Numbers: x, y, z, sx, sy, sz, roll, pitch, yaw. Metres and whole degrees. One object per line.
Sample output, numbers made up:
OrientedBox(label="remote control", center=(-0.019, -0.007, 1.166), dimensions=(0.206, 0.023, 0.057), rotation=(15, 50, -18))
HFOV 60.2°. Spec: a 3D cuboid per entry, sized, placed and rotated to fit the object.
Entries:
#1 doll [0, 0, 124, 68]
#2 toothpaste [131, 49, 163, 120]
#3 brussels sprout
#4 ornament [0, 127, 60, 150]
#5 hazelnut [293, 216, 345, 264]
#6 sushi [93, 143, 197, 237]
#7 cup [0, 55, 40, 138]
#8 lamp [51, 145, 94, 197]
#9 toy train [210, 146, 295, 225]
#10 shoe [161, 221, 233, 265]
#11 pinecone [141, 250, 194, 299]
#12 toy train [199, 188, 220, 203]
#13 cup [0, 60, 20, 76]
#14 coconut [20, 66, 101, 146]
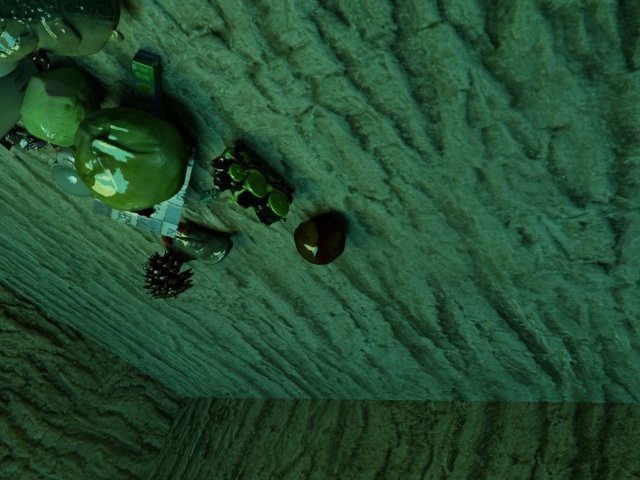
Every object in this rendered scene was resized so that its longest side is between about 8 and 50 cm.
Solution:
OrientedBox(label="doll", center=(-0.645, -0.523, 1.265), dimensions=(0.349, 0.248, 0.247), rotation=(-7, 171, -46))
OrientedBox(label="toothpaste", center=(-0.496, -0.420, 1.589), dimensions=(0.065, 0.050, 0.267), rotation=(20, 146, -2))
OrientedBox(label="brussels sprout", center=(-0.544, -0.232, 1.600), dimensions=(0.327, 0.247, 0.328), rotation=(-4, 115, -8))
OrientedBox(label="ornament", center=(-1.005, -0.345, 1.937), dimensions=(0.202, 0.088, 0.081), rotation=(10, 167, -6))
OrientedBox(label="hazelnut", center=(-0.006, -0.005, 1.855), dimensions=(0.170, 0.160, 0.201), rotation=(54, 173, -23))
OrientedBox(label="sushi", center=(-0.571, -0.217, 1.818), dimensions=(0.296, 0.100, 0.373), rotation=(18, 126, -7))
OrientedBox(label="cup", center=(-1.000, -0.399, 1.574), dimensions=(0.253, 0.372, 0.253), rotation=(17, 145, 12))
OrientedBox(label="lamp", center=(-0.888, -0.238, 1.997), dimensions=(0.179, 0.108, 0.246), rotation=(18, 146, -4))
OrientedBox(label="toy train", center=(-0.208, -0.172, 1.700), dimensions=(0.100, 0.161, 0.296), rotation=(-24, 130, 35))
OrientedBox(label="shoe", center=(-0.486, -0.006, 2.110), dimensions=(0.336, 0.132, 0.171), rotation=(-1, 137, 37))
OrientedBox(label="pinecone", center=(-0.583, 0.132, 2.102), dimensions=(0.207, 0.208, 0.208), rotation=(13, 146, 9))
OrientedBox(label="toy train", center=(-0.383, -0.154, 1.913), dimensions=(0.092, 0.045, 0.029), rotation=(-9, 139, 40))
OrientedBox(label="cup", center=(-0.850, -0.596, 1.391), dimensions=(0.322, 0.237, 0.327), rotation=(-1, 153, -23))
OrientedBox(label="coconut", center=(-0.760, -0.399, 1.625), dimensions=(0.204, 0.236, 0.236), rotation=(27, 157, 41))
